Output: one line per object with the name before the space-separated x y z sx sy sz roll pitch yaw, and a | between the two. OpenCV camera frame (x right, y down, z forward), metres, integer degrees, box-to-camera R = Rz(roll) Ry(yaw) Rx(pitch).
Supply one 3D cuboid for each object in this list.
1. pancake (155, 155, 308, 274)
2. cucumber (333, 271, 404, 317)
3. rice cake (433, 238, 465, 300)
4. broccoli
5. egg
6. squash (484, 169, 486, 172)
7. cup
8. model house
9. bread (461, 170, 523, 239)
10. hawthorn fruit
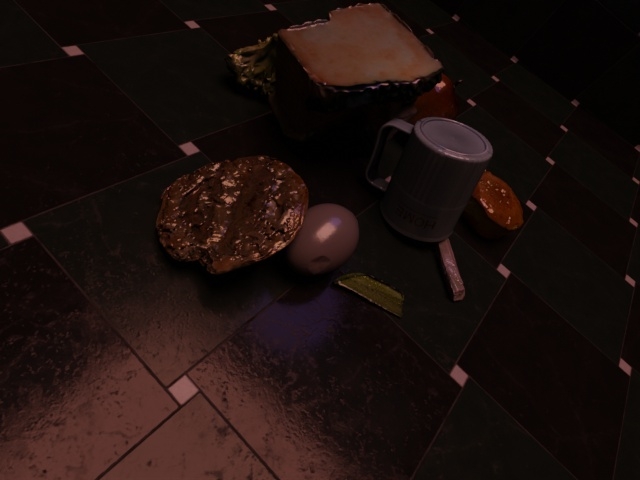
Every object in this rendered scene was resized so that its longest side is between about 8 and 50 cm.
pancake | -0.222 -0.073 1.025 0.383 0.071 0.382 -2 52 3
cucumber | 0.144 0.130 1.139 0.220 0.070 0.046 27 18 -7
rice cake | 0.407 0.068 1.326 0.055 0.049 0.269 -3 54 -6
broccoli | -0.171 -0.641 1.459 0.248 0.245 0.288 48 48 6
egg | 0.000 0.000 1.089 0.176 0.176 0.232 43 48 9
squash | 0.615 -0.366 1.740 0.094 0.094 0.224 -29 71 -39
cup | 0.340 -0.217 1.315 0.257 0.311 0.331 -14 51 -29
model house | 0.089 -0.481 1.387 0.446 0.400 0.395 -25 69 -24
bread | 0.628 -0.129 1.530 0.269 0.145 0.268 15 52 -20
hawthorn fruit | 0.426 -0.548 1.648 0.268 0.301 0.267 37 29 -25
